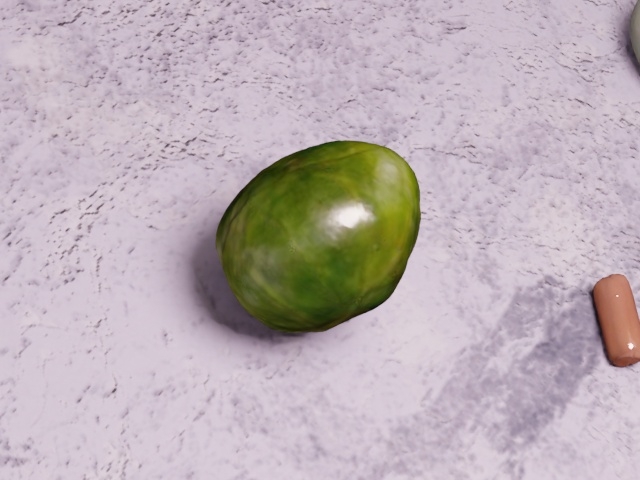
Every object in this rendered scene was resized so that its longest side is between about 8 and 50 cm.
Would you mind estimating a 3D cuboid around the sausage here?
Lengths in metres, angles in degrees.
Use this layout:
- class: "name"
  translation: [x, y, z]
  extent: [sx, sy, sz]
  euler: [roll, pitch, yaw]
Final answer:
- class: "sausage"
  translation: [0.254, 0.067, 1.611]
  extent: [0.034, 0.034, 0.083]
  euler: [3, 57, -18]

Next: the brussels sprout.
- class: "brussels sprout"
  translation: [-0.005, -0.002, 1.474]
  extent: [0.144, 0.180, 0.161]
  euler: [26, 44, -11]

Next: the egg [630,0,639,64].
- class: "egg"
  translation: [0.357, -0.180, 1.766]
  extent: [0.152, 0.114, 0.114]
  euler: [47, 55, 11]
